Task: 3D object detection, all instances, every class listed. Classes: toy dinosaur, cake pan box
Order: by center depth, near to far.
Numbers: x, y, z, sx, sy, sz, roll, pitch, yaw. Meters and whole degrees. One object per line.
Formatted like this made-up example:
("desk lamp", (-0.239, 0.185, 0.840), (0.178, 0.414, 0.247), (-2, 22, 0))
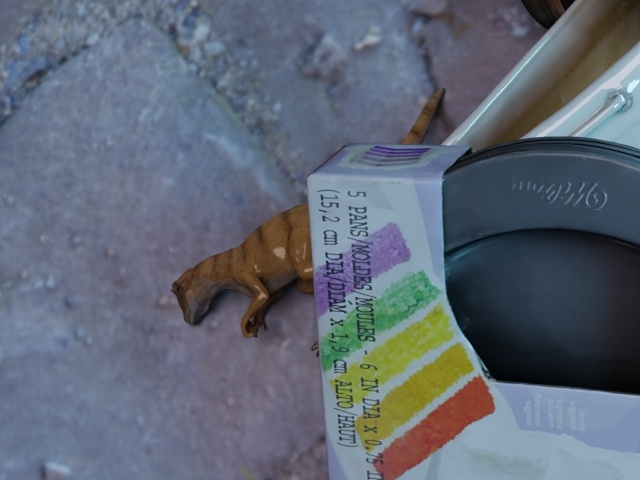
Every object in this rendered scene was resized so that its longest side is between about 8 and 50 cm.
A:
("cake pan box", (0.123, 0.078, 0.607), (0.245, 0.070, 0.267), (4, 110, 19))
("toy dinosaur", (0.000, 0.000, 0.736), (0.211, 0.064, 0.112), (-31, 68, 11))

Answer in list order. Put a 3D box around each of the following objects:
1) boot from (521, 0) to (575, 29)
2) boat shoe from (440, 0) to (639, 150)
("boot", (0.087, -0.204, 0.757), (0.106, 0.082, 0.219), (-27, 67, 31))
("boat shoe", (0.181, -0.146, 0.640), (0.156, 0.136, 0.367), (38, 100, -20))
